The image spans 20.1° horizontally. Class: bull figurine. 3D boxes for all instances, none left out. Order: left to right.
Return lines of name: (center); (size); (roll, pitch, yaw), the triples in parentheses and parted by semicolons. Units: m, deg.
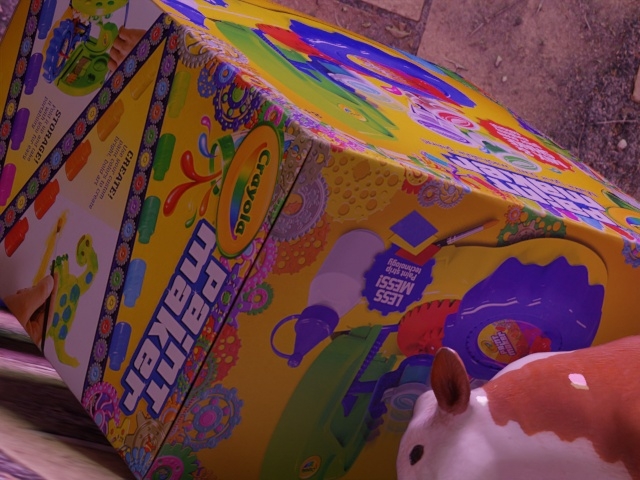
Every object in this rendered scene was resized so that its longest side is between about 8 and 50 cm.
bull figurine: (0.186, 0.100, 0.785); (0.310, 0.101, 0.188); (-12, 41, -29)

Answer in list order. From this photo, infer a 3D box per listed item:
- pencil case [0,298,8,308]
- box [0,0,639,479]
pencil case: (-0.197, -0.012, 1.125); (0.306, 0.119, 0.133); (8, -13, -21)
box: (0.000, 0.000, 0.939); (0.290, 0.177, 0.279); (15, 19, -40)
